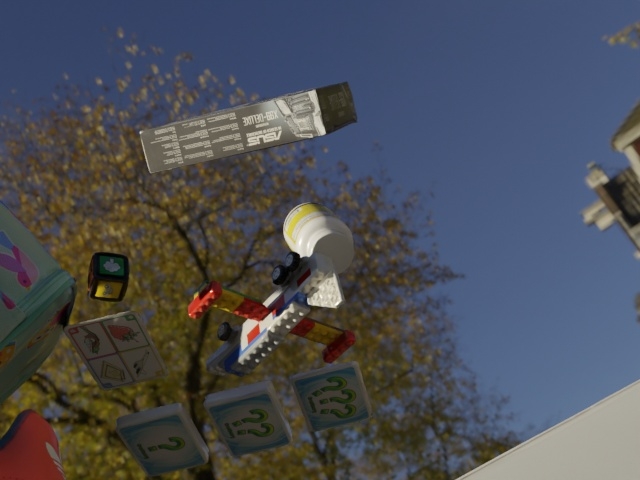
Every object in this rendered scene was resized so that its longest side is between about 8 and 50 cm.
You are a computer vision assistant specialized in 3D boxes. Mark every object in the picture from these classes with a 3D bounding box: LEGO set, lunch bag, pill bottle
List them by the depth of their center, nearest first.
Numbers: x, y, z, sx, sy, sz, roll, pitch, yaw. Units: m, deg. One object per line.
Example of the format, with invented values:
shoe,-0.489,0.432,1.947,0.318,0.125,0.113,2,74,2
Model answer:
LEGO set,-0.064,0.090,0.636,0.182,0.060,0.244,-13,-43,1
lunch bag,-0.295,0.107,0.683,0.279,0.108,0.224,-47,-3,-28
pill bottle,0.000,0.000,1.060,0.065,0.116,0.065,-3,-74,-12

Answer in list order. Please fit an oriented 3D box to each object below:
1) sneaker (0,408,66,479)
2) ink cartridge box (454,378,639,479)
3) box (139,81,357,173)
sneaker,-0.284,0.127,0.426,0.350,0.148,0.131,6,-39,-10
ink cartridge box,0.207,0.149,0.361,0.306,0.226,0.131,-23,-51,-19
box,-0.112,-0.193,1.607,0.307,0.076,0.242,-11,9,15
